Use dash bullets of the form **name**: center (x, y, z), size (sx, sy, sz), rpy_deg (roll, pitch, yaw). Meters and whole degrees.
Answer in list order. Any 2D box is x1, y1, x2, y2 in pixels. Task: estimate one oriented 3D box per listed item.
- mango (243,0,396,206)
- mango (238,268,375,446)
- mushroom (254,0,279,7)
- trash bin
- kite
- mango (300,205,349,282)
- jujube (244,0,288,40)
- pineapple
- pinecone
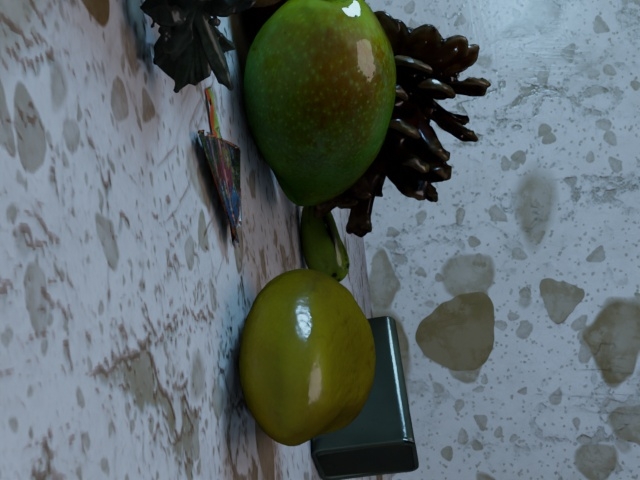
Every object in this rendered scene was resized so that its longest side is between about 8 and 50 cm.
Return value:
- **mango**: center (-0.003, -0.174, 1.354), size (0.382, 0.201, 0.225), rpy_deg (97, -1, -57)
- **mango**: center (-0.017, 0.128, 1.142), size (0.331, 0.142, 0.195), rpy_deg (33, 46, -78)
- **mushroom**: center (-0.080, -0.368, 1.039), size (0.253, 0.153, 0.253), rpy_deg (-7, 90, -86)
- **trash bin**: center (0.064, 0.260, 1.656), size (0.122, 0.164, 0.240), rpy_deg (76, 7, -52)
- **kite**: center (-0.109, -0.081, 1.115), size (0.241, 0.014, 0.183), rpy_deg (-47, 127, -82)
- **mango**: center (0.000, 0.000, 1.747), size (0.091, 0.074, 0.165), rpy_deg (53, 18, -66)
- **jujube**: center (-0.025, -0.356, 1.411), size (0.190, 0.190, 0.255), rpy_deg (-88, -174, -53)
- **pineapple**: center (-0.111, -0.247, 0.819), size (0.128, 0.128, 0.248), rpy_deg (-89, 174, -50)
- **pinecone**: center (0.095, -0.183, 1.662), size (0.384, 0.384, 0.384), rpy_deg (-7, 90, -84)
